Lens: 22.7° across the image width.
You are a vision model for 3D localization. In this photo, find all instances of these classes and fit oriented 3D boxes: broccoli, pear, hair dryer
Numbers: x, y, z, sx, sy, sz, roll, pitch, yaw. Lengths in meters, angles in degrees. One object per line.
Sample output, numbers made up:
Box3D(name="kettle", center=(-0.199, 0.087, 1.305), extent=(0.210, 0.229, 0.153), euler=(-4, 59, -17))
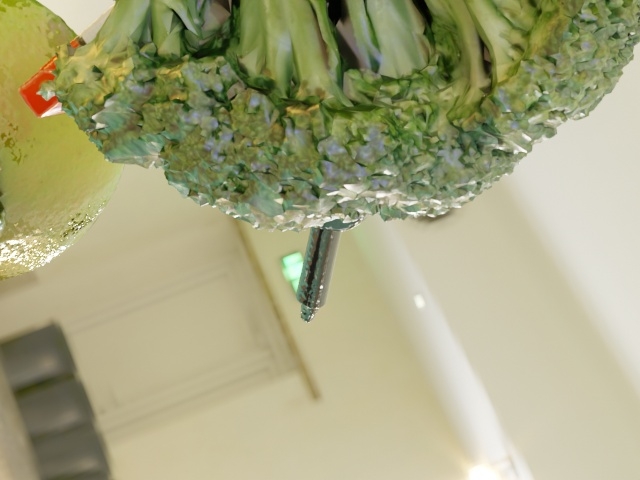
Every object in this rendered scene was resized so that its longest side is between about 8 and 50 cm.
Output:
Box3D(name="broccoli", center=(0.017, -0.129, 0.672), extent=(0.269, 0.261, 0.241), euler=(-4, -45, 45))
Box3D(name="pear", center=(-0.411, -0.090, 1.675), extent=(0.165, 0.399, 0.399), euler=(-81, 157, -56))
Box3D(name="hair dryer", center=(0.000, -0.001, 1.501), extent=(0.114, 0.071, 0.248), euler=(-79, -177, -49))

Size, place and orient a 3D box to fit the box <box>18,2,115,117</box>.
Box3D(name="box", center=(-0.124, -0.187, 1.287), extent=(0.035, 0.245, 0.139), euler=(53, 18, 3))
